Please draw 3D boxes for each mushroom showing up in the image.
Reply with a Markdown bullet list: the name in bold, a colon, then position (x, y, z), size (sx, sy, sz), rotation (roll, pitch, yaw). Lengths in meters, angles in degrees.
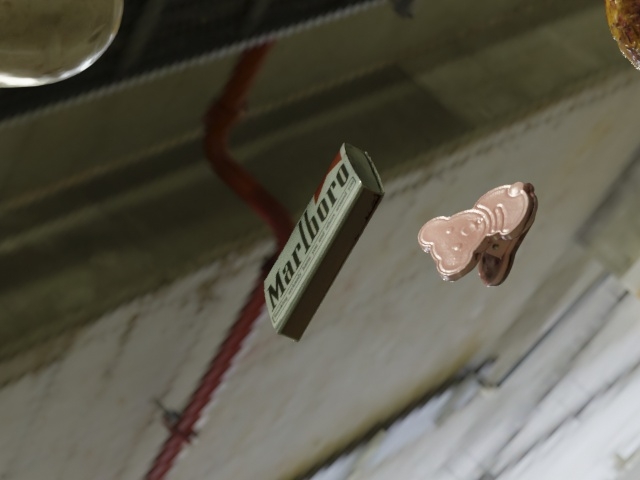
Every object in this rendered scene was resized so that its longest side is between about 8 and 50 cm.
- **mushroom**: position (-0.360, -0.315, 1.787), size (0.292, 0.292, 0.290), rotation (-3, -85, -66)

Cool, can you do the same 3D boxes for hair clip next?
- **hair clip**: position (0.199, -0.014, 2.018), size (0.102, 0.123, 0.138), rotation (13, -58, -24)

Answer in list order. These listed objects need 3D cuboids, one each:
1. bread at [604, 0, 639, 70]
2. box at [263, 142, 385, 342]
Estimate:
- **bread**: position (0.394, -0.249, 1.728), size (0.193, 0.193, 0.064), rotation (-48, -5, 6)
- **box**: position (0.000, 0.000, 1.623), size (0.177, 0.036, 0.115), rotation (-60, 18, 17)
